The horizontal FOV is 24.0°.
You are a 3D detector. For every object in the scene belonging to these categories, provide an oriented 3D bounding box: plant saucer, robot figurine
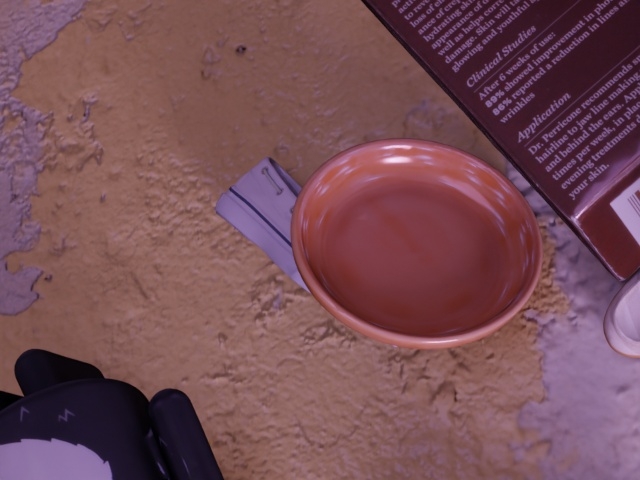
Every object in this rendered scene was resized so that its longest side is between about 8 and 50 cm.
[{"bbox_3d":[0.074,0.005,1.188,0.200,0.037,0.200,3,53,-4],"label":"plant saucer"},{"bbox_3d":[-0.189,0.223,1.210,0.278,0.173,0.209,61,147,30],"label":"robot figurine"}]

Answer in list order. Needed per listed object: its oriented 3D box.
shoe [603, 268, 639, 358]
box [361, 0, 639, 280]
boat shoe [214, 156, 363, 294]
[{"bbox_3d":[0.299,0.011,1.106,0.219,0.058,0.076,-34,60,12],"label":"shoe"},{"bbox_3d":[0.174,-0.171,1.179,0.191,0.143,0.381,-41,57,6],"label":"box"},{"bbox_3d":[0.000,0.000,1.249,0.226,0.083,0.076,37,92,33],"label":"boat shoe"}]
